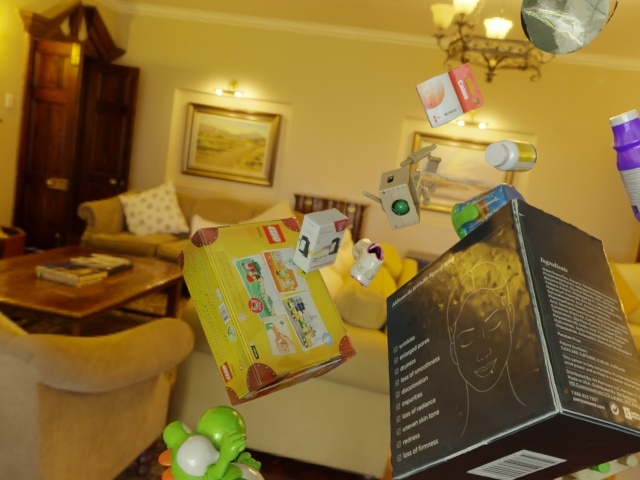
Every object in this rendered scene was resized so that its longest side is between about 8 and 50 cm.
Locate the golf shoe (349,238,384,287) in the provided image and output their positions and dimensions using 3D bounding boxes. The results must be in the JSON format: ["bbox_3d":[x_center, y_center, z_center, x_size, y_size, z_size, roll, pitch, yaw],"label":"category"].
[{"bbox_3d":[0.191,0.058,2.259,0.115,0.140,0.306,35,23,-12],"label":"golf shoe"}]

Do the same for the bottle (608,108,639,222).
[{"bbox_3d":[0.804,-0.184,1.498,0.092,0.283,0.118,-22,3,-2],"label":"bottle"}]

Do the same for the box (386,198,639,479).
[{"bbox_3d":[0.395,0.257,1.319,0.297,0.472,0.480,20,-41,-23],"label":"box"}]

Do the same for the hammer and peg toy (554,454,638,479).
[{"bbox_3d":[0.704,0.581,1.723,0.361,0.266,0.127,-17,-6,-9],"label":"hammer and peg toy"}]

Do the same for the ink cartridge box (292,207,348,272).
[{"bbox_3d":[0.000,0.000,1.835,0.127,0.175,0.072,-16,43,-41],"label":"ink cartridge box"}]

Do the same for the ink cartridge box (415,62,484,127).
[{"bbox_3d":[0.403,-0.448,1.853,0.179,0.146,0.045,-23,9,11],"label":"ink cartridge box"}]

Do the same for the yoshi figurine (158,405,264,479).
[{"bbox_3d":[-0.168,0.457,1.214,0.362,0.204,0.203,29,13,36],"label":"yoshi figurine"}]

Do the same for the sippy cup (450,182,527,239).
[{"bbox_3d":[0.655,-0.095,2.268,0.240,0.224,0.305,47,40,-6],"label":"sippy cup"}]

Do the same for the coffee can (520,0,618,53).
[{"bbox_3d":[0.643,-0.603,1.533,0.201,0.202,0.275,12,30,26],"label":"coffee can"}]

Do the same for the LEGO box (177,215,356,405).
[{"bbox_3d":[-0.169,0.197,1.847,0.372,0.501,0.193,-8,-24,-40],"label":"LEGO box"}]

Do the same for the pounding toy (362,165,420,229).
[{"bbox_3d":[0.176,-0.102,1.449,0.100,0.130,0.141,-14,26,19],"label":"pounding toy"}]

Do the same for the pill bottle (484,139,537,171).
[{"bbox_3d":[0.625,-0.279,1.972,0.184,0.103,0.103,-3,13,-41],"label":"pill bottle"}]

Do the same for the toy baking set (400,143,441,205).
[{"bbox_3d":[0.285,-0.170,1.767,0.030,0.197,0.256,19,35,42],"label":"toy baking set"}]
